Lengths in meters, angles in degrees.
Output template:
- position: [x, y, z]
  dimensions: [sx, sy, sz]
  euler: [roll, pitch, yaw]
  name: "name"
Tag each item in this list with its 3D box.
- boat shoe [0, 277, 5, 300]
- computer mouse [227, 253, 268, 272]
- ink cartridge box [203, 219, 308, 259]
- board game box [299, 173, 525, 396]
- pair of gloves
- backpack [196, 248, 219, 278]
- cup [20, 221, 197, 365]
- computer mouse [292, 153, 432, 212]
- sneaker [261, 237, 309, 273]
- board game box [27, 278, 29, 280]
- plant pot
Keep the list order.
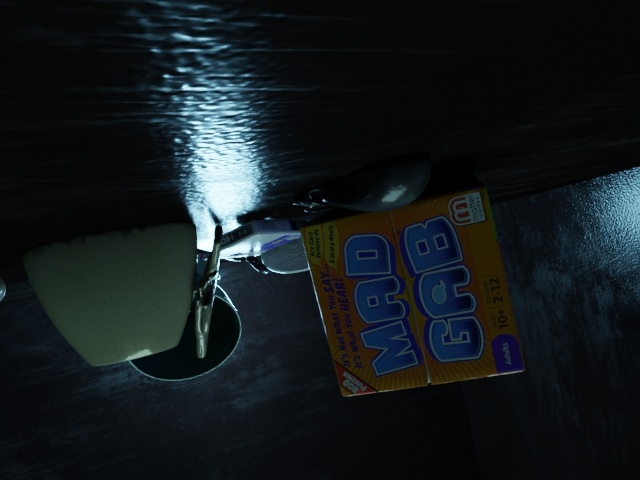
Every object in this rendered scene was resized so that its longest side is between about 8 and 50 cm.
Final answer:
- position: [-0.689, 0.095, 0.945]
  dimensions: [0.088, 0.096, 0.267]
  euler: [-8, 172, 32]
  name: "boat shoe"
- position: [-0.238, 0.055, 1.572]
  dimensions: [0.242, 0.071, 0.041]
  euler: [21, -119, 46]
  name: "computer mouse"
- position: [-0.167, -0.003, 1.376]
  dimensions: [0.208, 0.045, 0.206]
  euler: [-23, 168, 36]
  name: "ink cartridge box"
- position: [0.205, 0.077, 1.163]
  dimensions: [0.356, 0.356, 0.356]
  euler: [-13, -173, 15]
  name: "board game box"
- position: [-0.254, 0.108, 1.178]
  dimensions: [0.042, 0.240, 0.204]
  euler: [8, 132, -9]
  name: "pair of gloves"
- position: [-0.439, 0.114, 1.613]
  dimensions: [0.253, 0.191, 0.225]
  euler: [-18, 175, 14]
  name: "backpack"
- position: [-0.392, 0.113, 1.063]
  dimensions: [0.331, 0.237, 0.331]
  euler: [-12, 178, 0]
  name: "cup"
- position: [0.091, -0.080, 0.922]
  dimensions: [0.188, 0.072, 0.272]
  euler: [-10, 177, -31]
  name: "computer mouse"
- position: [-0.002, 0.008, 1.572]
  dimensions: [0.350, 0.131, 0.148]
  euler: [-18, 177, -4]
  name: "sneaker"
- position: [-0.573, 0.109, 1.267]
  dimensions: [0.201, 0.035, 0.136]
  euler: [30, 151, -35]
  name: "board game box"
- position: [-0.377, 0.199, 1.422]
  dimensions: [0.293, 0.293, 0.196]
  euler: [-11, -146, -17]
  name: "plant pot"
